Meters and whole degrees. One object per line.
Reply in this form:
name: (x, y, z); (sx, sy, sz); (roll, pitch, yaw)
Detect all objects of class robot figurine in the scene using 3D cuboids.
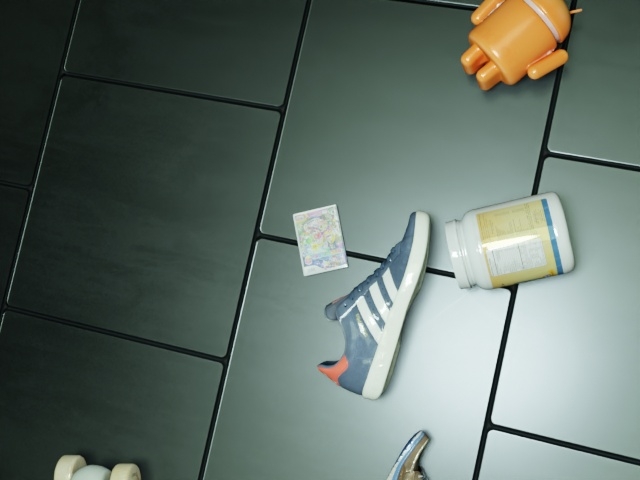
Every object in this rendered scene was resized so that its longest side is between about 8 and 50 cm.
robot figurine: (0.354, -0.365, 1.682); (0.219, 0.128, 0.158); (-42, 36, 6)

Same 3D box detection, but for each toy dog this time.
toy dog: (-0.429, 0.556, 1.745); (0.220, 0.161, 0.333); (-21, 78, 11)

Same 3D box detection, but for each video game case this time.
video game case: (0.000, 0.000, 1.784); (0.087, 0.011, 0.122); (-13, 80, 12)

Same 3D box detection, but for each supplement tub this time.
supplement tub: (0.327, 0.005, 1.632); (0.200, 0.144, 0.144); (-13, 80, 13)

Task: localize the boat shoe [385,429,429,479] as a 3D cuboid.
boat shoe: (0.153, 0.423, 1.669); (0.066, 0.066, 0.183); (29, 101, 11)

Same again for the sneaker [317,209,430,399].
sneaker: (0.092, 0.101, 1.685); (0.148, 0.131, 0.350); (19, 88, 11)
